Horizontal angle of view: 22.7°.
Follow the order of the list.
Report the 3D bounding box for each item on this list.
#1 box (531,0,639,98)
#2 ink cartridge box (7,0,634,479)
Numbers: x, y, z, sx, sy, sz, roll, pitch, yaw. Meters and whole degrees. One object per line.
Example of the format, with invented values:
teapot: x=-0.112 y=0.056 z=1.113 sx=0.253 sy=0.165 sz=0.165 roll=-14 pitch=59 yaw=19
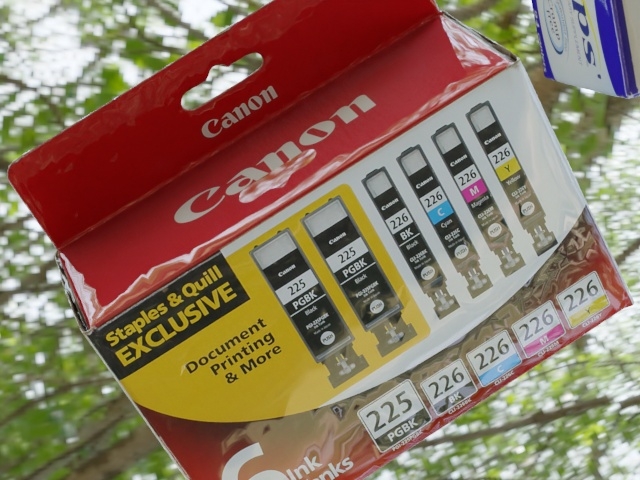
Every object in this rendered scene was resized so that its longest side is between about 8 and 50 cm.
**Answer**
box: x=0.142 y=-0.137 z=0.727 sx=0.072 sy=0.137 sz=0.126 roll=-13 pitch=-79 yaw=-6
ink cartridge box: x=0.000 y=0.000 z=1.019 sx=0.309 sy=0.130 sz=0.272 roll=-33 pitch=-61 yaw=-4
